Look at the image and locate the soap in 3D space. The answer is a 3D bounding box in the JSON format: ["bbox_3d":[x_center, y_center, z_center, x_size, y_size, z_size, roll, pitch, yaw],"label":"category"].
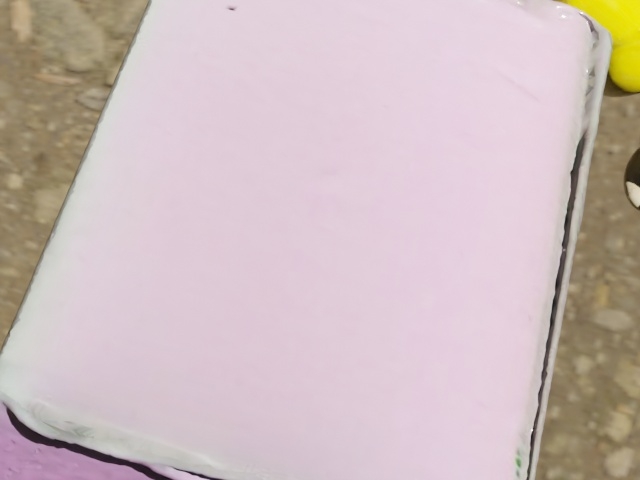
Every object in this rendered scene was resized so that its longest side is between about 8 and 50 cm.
[{"bbox_3d":[0.000,0.001,0.641,0.181,0.081,0.259,17,52,-2],"label":"soap"}]

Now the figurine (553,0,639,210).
[{"bbox_3d":[0.239,-0.094,1.089,0.344,0.187,0.215,44,83,-6],"label":"figurine"}]
